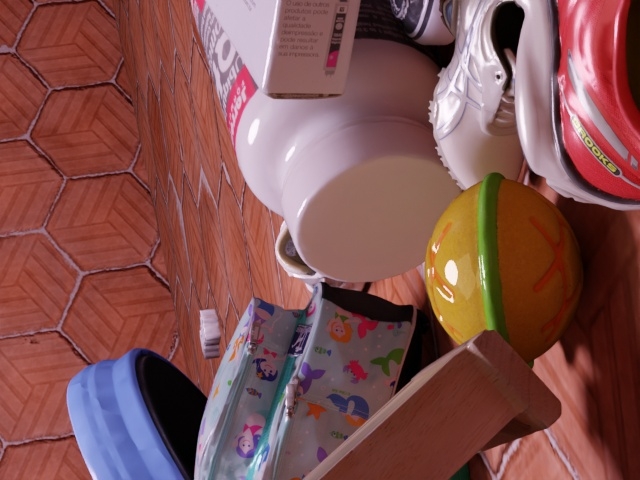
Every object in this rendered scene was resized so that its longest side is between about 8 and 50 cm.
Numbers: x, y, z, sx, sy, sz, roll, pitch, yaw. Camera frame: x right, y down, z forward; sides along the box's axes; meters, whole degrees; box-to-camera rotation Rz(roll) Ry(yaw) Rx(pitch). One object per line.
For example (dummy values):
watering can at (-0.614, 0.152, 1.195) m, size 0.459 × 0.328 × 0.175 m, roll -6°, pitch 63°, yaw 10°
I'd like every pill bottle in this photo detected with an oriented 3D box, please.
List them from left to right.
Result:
pill bottle at (0.007, -0.122, 1.270) m, size 0.176 × 0.176 × 0.318 m, roll 93°, pitch 164°, yaw -44°

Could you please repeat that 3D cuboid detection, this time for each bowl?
bowl at (-0.109, 0.276, 1.622) m, size 0.391 × 0.077 × 0.391 m, roll 54°, pitch -176°, yaw -6°

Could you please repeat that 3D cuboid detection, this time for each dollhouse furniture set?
dollhouse furniture set at (0.123, 0.292, 0.964) m, size 0.394 × 0.256 × 0.362 m, roll 48°, pitch 165°, yaw 4°

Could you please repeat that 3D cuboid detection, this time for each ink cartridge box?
ink cartridge box at (-0.033, -0.315, 1.103) m, size 0.324 × 0.071 × 0.330 m, roll -119°, pitch 35°, yaw -52°

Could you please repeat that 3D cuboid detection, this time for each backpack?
backpack at (-0.013, 0.182, 1.408) m, size 0.225 × 0.191 × 0.253 m, roll 108°, pitch 170°, yaw -62°

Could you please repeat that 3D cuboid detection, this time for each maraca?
maraca at (0.122, 0.024, 1.038) m, size 0.186 × 0.099 × 0.127 m, roll 39°, pitch -130°, yaw -71°

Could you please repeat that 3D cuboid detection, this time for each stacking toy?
stacking toy at (-0.027, 0.150, 1.673) m, size 0.052 × 0.167 × 0.221 m, roll 95°, pitch 163°, yaw -48°

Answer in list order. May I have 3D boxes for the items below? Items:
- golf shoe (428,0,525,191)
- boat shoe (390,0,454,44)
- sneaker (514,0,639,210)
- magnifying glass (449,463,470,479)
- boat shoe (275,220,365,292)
golf shoe at (0.116, -0.101, 1.048) m, size 0.086 × 0.069 × 0.176 m, roll -133°, pitch 34°, yaw -60°
boat shoe at (0.049, -0.283, 1.135) m, size 0.108 × 0.102 × 0.301 m, roll -121°, pitch 25°, yaw -62°
sneaker at (0.156, -0.155, 0.794) m, size 0.118 × 0.107 × 0.279 m, roll -3°, pitch 99°, yaw 60°
magnifying glass at (0.104, 0.242, 1.465) m, size 0.231 × 0.026 × 0.092 m, roll 102°, pitch 156°, yaw -55°
boat shoe at (0.000, 0.000, 1.602) m, size 0.277 × 0.096 × 0.098 m, roll 119°, pitch 142°, yaw -71°
